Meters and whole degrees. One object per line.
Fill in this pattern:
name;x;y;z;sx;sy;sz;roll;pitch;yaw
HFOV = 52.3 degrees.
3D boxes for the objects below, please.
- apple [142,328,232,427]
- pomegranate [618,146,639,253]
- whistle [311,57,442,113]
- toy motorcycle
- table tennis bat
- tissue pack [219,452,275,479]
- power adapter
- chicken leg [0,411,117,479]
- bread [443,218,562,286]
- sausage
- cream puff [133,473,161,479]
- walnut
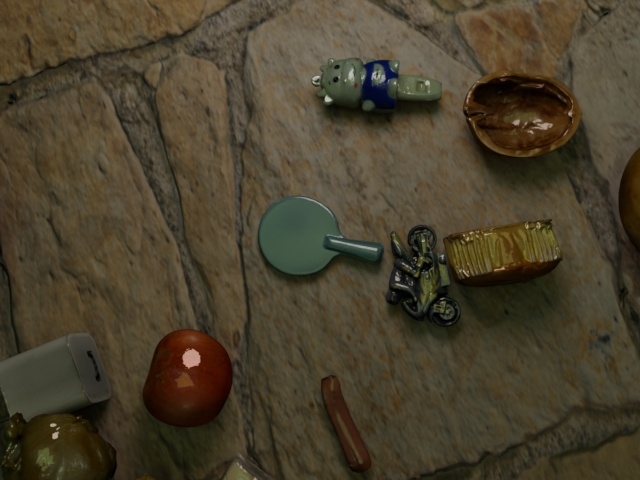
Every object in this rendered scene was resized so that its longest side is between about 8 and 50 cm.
apple;-0.225;0.237;1.117;0.139;0.163;0.164;18;83;-13
pomegranate;0.642;-0.078;1.075;0.306;0.307;0.308;0;82;2
whistle;0.104;-0.289;1.210;0.244;0.092;0.110;6;72;4
toy motorcycle;0.172;0.071;1.175;0.124;0.061;0.194;-17;84;1
table tennis bat;0.000;0.000;1.203;0.237;0.038;0.149;12;81;8
tissue pack;-0.142;0.492;1.109;0.148;0.092;0.196;35;83;5
power adapter;-0.494;0.257;1.134;0.204;0.125;0.130;-21;83;0
chicken leg;-0.448;0.475;1.068;0.152;0.201;0.430;19;101;20
bread;0.320;0.025;1.142;0.190;0.132;0.114;-13;84;2
sausage;0.042;0.324;1.149;0.040;0.047;0.177;-20;82;-17
cream puff;-0.309;0.480;1.113;0.146;0.116;0.146;8;68;-19
walnut;0.360;-0.219;1.196;0.211;0.087;0.167;5;76;0
